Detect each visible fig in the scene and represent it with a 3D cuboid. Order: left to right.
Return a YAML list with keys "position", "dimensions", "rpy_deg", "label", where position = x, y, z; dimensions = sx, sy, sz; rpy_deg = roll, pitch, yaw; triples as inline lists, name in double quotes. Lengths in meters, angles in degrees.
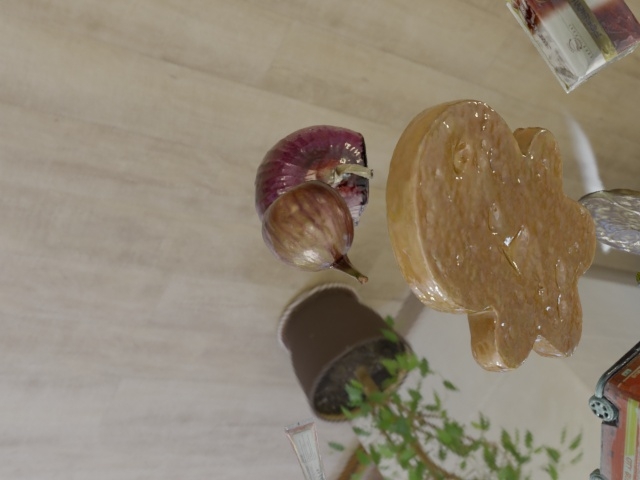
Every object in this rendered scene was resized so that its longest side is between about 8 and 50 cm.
- position: [-0.003, -0.003, 1.572]
  dimensions: [0.175, 0.175, 0.207]
  rpy_deg: [-41, 96, 3]
  label: "fig"

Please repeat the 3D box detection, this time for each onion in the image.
- position: [-0.024, -0.117, 1.864]
  dimensions: [0.231, 0.256, 0.272]
  rpy_deg: [-2, 136, -5]
  label: "onion"

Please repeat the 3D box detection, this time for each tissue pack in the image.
- position: [0.324, -0.283, 1.126]
  dimensions: [0.106, 0.148, 0.099]
  rpy_deg: [-33, 176, 3]
  label: "tissue pack"

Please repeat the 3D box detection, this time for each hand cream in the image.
- position: [-0.023, 0.473, 1.896]
  dimensions: [0.067, 0.043, 0.209]
  rpy_deg: [-16, 114, -6]
  label: "hand cream"

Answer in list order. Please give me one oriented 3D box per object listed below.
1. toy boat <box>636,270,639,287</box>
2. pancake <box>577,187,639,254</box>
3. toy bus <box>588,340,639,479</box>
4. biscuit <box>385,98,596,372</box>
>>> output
- position: [0.348, 0.047, 0.793]
  dimensions: [0.115, 0.063, 0.016]
  rpy_deg: [17, 77, -18]
  label: "toy boat"
- position: [0.516, -0.025, 1.361]
  dimensions: [0.250, 0.250, 0.031]
  rpy_deg: [29, 68, -45]
  label: "pancake"
- position: [0.437, 0.270, 1.179]
  dimensions: [0.121, 0.120, 0.265]
  rpy_deg: [-31, 128, -29]
  label: "toy bus"
- position: [0.184, -0.004, 0.924]
  dimensions: [0.355, 0.052, 0.275]
  rpy_deg: [25, 70, -42]
  label: "biscuit"
